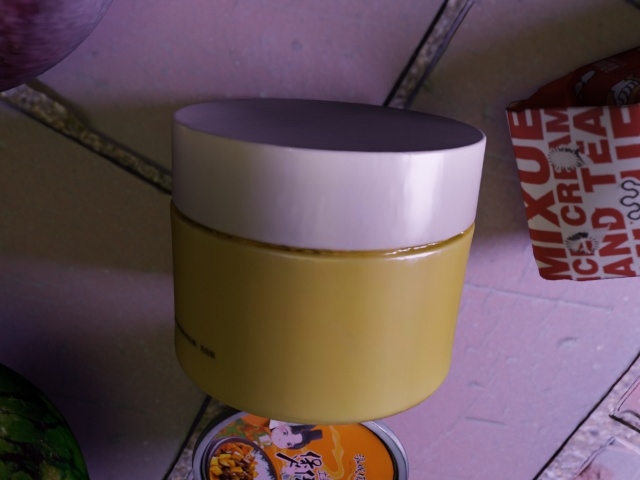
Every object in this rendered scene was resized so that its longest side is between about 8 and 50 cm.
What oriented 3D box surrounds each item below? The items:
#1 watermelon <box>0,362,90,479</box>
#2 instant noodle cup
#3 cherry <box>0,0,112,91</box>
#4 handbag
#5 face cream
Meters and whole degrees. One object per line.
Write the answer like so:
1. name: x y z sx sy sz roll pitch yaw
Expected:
1. watermelon: -0.360 0.262 0.518 0.362 0.363 0.364 1 109 3
2. instant noodle cup: -0.014 0.161 0.562 0.177 0.126 0.208 15 122 -5
3. cherry: -0.244 -0.221 0.429 0.213 0.184 0.266 29 123 2
4. handbag: 0.298 -0.067 0.467 0.297 0.151 0.171 -19 112 13
5. face cream: 0.000 0.000 0.468 0.218 0.218 0.180 5 110 2
